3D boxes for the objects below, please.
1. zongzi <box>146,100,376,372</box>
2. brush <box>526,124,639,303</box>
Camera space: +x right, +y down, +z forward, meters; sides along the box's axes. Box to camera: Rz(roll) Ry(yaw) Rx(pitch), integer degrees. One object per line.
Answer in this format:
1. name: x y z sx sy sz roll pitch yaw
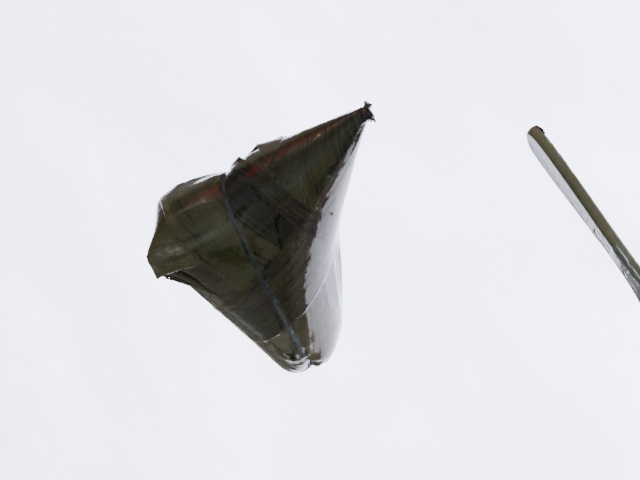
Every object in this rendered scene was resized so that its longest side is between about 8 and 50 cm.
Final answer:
1. zongzi: 0.000 0.000 1.148 0.242 0.112 0.221 -29 -52 20
2. brush: 0.304 0.018 1.313 0.336 0.020 0.085 58 -5 20
